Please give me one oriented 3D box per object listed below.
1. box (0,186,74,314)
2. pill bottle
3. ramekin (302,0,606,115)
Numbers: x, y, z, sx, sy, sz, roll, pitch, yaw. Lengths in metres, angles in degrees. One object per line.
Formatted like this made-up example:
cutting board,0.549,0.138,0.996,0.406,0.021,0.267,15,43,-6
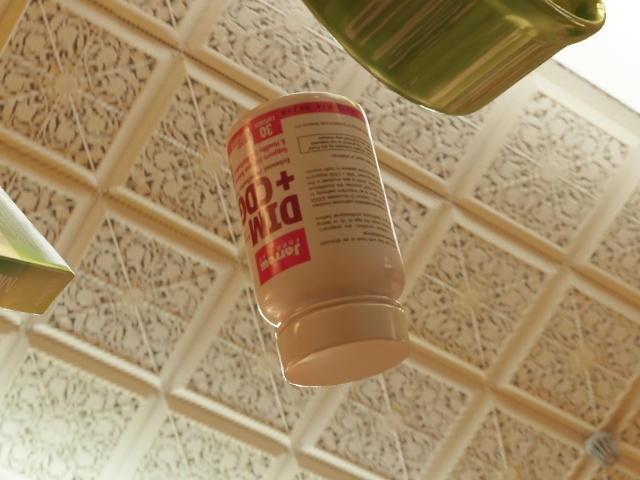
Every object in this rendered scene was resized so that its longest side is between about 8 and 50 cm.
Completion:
box,-0.371,-0.049,0.988,0.058,0.232,0.322,-51,-27,12
pill bottle,0.000,0.000,1.304,0.160,0.160,0.283,-9,-114,-9
ramekin,0.093,-0.254,1.074,0.303,0.303,0.148,38,-60,-20
